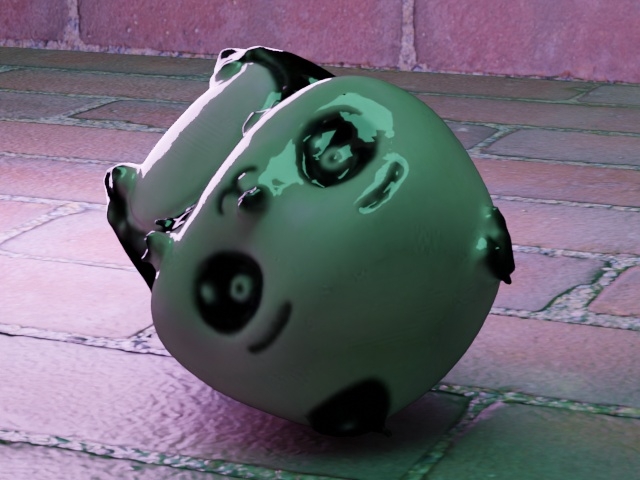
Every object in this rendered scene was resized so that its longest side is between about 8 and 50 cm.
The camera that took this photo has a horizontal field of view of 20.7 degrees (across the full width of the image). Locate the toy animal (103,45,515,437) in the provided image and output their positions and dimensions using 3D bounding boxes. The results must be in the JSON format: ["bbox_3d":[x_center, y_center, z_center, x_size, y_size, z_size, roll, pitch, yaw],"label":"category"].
[{"bbox_3d":[0.000,0.000,1.225,0.251,0.251,0.310,-6,24,-20],"label":"toy animal"}]
